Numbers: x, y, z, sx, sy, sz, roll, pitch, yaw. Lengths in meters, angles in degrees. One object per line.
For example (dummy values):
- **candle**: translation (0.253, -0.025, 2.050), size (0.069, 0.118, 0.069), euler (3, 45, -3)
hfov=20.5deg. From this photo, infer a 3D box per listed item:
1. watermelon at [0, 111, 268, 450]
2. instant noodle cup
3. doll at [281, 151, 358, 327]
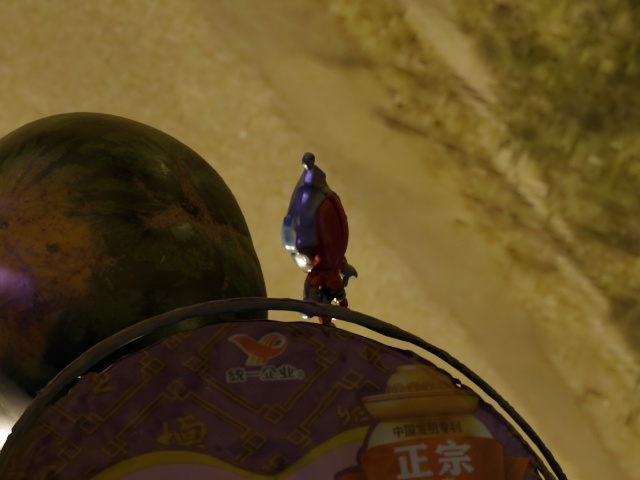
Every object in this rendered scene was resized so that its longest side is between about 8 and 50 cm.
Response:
- **watermelon**: translation (-0.167, 0.044, 1.272), size (0.269, 0.269, 0.269), euler (23, 166, 6)
- **instant noodle cup**: translation (-0.043, 0.237, 0.971), size (0.340, 0.340, 0.266), euler (26, 147, -4)
- **doll**: translation (-0.001, 0.000, 1.060), size (0.039, 0.057, 0.114), euler (20, 126, 54)
